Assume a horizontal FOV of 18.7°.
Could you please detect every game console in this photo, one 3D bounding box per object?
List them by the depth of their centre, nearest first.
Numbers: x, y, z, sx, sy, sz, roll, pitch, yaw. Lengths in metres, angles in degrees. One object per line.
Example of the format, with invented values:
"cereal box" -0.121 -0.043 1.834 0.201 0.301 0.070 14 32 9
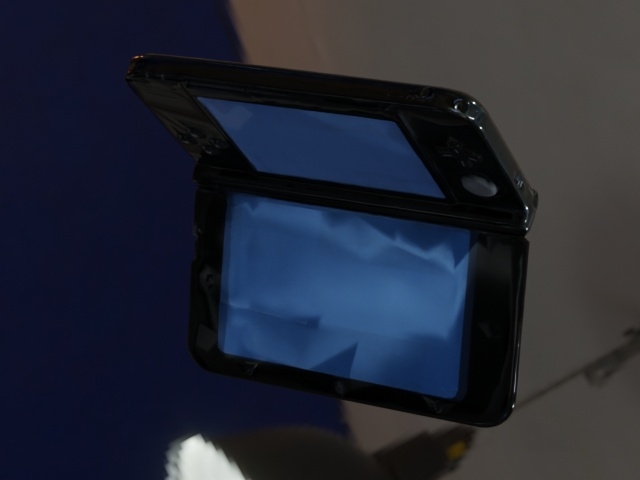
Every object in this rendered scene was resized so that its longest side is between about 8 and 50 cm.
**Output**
"game console" 0.000 0.000 0.615 0.122 0.071 0.107 9 -21 25
